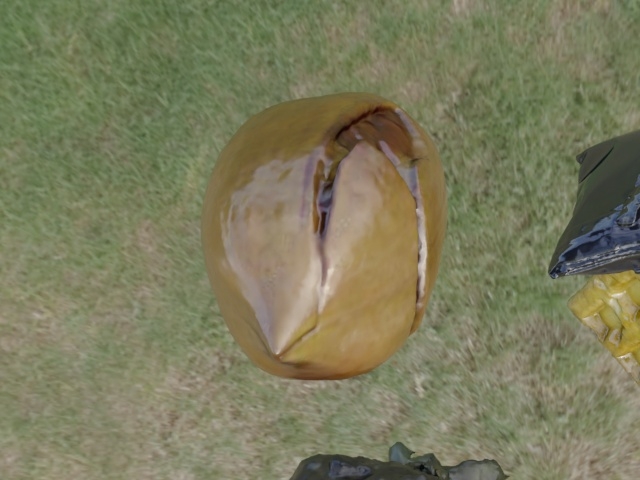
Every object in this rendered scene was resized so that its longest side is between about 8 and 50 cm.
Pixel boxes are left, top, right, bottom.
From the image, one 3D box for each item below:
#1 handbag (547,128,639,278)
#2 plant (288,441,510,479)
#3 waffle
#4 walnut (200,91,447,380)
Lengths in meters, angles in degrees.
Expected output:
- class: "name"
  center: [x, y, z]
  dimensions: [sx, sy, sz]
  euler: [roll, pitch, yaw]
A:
- class: "handbag"
  center: [0.332, -0.053, 0.944]
  dimensions: [0.254, 0.088, 0.211]
  euler: [-14, 29, 32]
- class: "plant"
  center: [0.070, 0.327, 1.164]
  dimensions: [0.215, 0.213, 0.312]
  euler: [7, 39, 29]
- class: "waffle"
  center: [0.393, 0.125, 1.111]
  dimensions: [0.057, 0.168, 0.274]
  euler: [-36, 77, -23]
- class: "walnut"
  center: [0.000, 0.000, 0.833]
  dimensions: [0.203, 0.203, 0.297]
  euler: [2, 38, 13]
